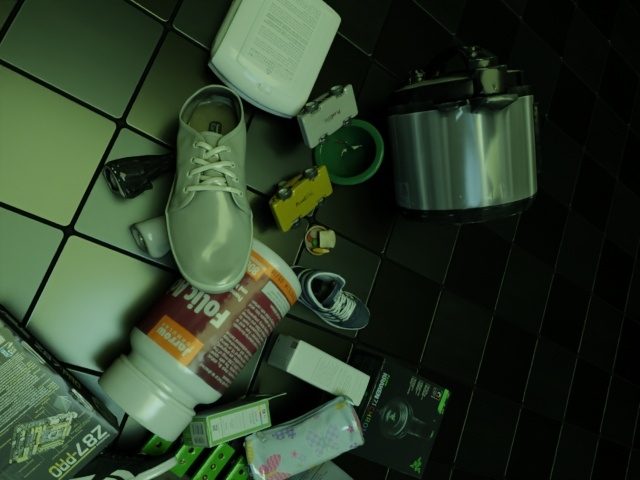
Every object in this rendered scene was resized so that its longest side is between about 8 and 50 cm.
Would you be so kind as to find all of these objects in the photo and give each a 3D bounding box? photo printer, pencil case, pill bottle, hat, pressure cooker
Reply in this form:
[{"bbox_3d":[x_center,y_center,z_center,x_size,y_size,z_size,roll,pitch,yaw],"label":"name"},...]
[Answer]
[{"bbox_3d":[-0.109,-0.465,1.123,0.256,0.107,0.308,27,76,-27],"label":"photo printer"},{"bbox_3d":[-0.037,0.456,1.085,0.273,0.113,0.124,-21,81,0],"label":"pencil case"},{"bbox_3d":[-0.238,0.184,0.968,0.224,0.224,0.392,47,67,-20],"label":"pill bottle"},{"bbox_3d":[0.102,-0.224,1.288,0.208,0.183,0.173,-8,85,12],"label":"hat"},{"bbox_3d":[0.357,-0.275,1.211,0.375,0.369,0.420,-24,109,-49],"label":"pressure cooker"}]

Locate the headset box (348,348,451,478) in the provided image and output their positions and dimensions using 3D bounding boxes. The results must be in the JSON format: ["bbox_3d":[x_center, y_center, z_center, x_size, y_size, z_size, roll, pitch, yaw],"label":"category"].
[{"bbox_3d":[0.188,0.464,1.259,0.283,0.131,0.246,33,74,-26],"label":"headset box"}]

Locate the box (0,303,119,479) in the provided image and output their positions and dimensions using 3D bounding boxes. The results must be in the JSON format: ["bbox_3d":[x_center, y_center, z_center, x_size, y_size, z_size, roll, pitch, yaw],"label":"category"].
[{"bbox_3d":[-0.600,0.351,0.776,0.395,0.097,0.318,-43,107,-20],"label":"box"}]

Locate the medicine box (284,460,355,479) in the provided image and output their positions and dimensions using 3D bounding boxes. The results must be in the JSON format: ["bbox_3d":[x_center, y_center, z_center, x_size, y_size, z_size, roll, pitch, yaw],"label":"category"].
[{"bbox_3d":[0.058,0.644,1.089,0.149,0.289,0.263,-48,111,-20],"label":"medicine box"}]

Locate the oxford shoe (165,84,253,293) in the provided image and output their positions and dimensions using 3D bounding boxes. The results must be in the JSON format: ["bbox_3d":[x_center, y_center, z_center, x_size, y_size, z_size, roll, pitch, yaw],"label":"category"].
[{"bbox_3d":[-0.214,-0.119,0.918,0.169,0.130,0.449,2,66,-13],"label":"oxford shoe"}]

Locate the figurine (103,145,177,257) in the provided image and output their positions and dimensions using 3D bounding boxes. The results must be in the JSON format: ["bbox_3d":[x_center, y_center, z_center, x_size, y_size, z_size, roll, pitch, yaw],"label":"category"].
[{"bbox_3d":[-0.316,-0.097,1.014,0.209,0.092,0.215,-28,104,-31],"label":"figurine"}]

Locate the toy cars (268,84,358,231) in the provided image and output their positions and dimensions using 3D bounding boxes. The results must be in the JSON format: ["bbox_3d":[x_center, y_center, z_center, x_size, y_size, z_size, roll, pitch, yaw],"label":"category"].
[{"bbox_3d":[-0.030,-0.208,1.148,0.176,0.087,0.394,19,89,-50],"label":"toy cars"}]

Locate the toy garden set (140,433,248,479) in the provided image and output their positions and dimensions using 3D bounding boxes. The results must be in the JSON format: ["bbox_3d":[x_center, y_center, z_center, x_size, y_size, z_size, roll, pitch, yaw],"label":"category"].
[{"bbox_3d":[-0.298,0.511,1.029,0.244,0.049,0.204,49,65,-21],"label":"toy garden set"}]

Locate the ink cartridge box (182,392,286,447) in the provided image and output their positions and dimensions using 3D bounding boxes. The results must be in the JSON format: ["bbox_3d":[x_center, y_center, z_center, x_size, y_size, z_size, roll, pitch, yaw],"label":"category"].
[{"bbox_3d":[-0.182,0.388,1.030,0.209,0.109,0.062,-1,76,-45],"label":"ink cartridge box"}]

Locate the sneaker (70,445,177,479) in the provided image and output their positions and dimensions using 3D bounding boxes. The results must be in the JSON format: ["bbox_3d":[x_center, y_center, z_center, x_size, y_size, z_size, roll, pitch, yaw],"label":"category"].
[{"bbox_3d":[-0.400,0.426,0.921,0.216,0.079,0.121,-18,73,-10],"label":"sneaker"}]

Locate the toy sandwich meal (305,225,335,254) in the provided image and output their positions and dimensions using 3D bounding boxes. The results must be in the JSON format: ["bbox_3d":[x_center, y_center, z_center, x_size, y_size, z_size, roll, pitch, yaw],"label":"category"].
[{"bbox_3d":[0.000,0.000,1.220,0.085,0.029,0.086,1,88,-30],"label":"toy sandwich meal"}]

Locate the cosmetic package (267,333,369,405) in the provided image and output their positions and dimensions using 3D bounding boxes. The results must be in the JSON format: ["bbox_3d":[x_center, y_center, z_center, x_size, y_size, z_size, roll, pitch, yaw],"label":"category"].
[{"bbox_3d":[-0.004,0.319,1.162,0.231,0.117,0.085,31,73,-25],"label":"cosmetic package"}]

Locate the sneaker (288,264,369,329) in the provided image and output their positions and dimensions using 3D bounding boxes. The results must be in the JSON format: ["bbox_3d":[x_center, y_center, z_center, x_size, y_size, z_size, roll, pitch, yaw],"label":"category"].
[{"bbox_3d":[0.043,0.153,1.170,0.282,0.153,0.099,33,74,-25],"label":"sneaker"}]
